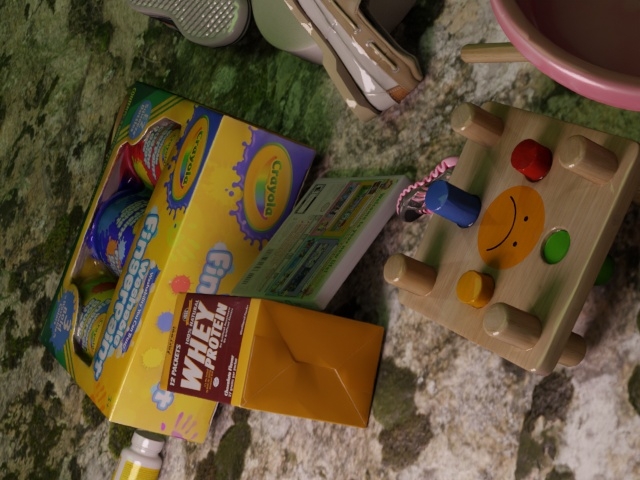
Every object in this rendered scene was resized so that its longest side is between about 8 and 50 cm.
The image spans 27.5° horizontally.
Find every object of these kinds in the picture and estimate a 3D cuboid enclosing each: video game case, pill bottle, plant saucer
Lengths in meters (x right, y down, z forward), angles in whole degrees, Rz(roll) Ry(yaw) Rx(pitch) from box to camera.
[{"bbox_3d":[0.000,0.000,1.684,0.193,0.023,0.212,1,49,54],"label":"video game case"},{"bbox_3d":[-0.272,0.343,1.936,0.065,0.065,0.116,24,95,55],"label":"pill bottle"},{"bbox_3d":[0.324,-0.242,1.246,0.084,0.332,0.332,81,180,-56],"label":"plant saucer"}]

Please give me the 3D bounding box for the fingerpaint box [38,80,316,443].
[{"bbox_3d":[-0.227,0.016,1.919,0.371,0.163,0.445,29,98,59],"label":"fingerpaint box"}]

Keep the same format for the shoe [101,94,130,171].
[{"bbox_3d":[-0.345,-0.149,2.282,0.076,0.058,0.219,143,140,-67],"label":"shoe"}]

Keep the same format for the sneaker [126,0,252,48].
[{"bbox_3d":[-0.181,-0.378,2.101,0.321,0.127,0.126,32,103,47],"label":"sneaker"}]

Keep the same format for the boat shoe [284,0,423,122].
[{"bbox_3d":[0.023,-0.307,1.695,0.103,0.302,0.113,-30,10,17],"label":"boat shoe"}]

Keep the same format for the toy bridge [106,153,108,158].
[{"bbox_3d":[-0.302,-0.072,2.176,0.188,0.026,0.063,49,155,36],"label":"toy bridge"}]

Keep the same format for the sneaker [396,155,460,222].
[{"bbox_3d":[0.139,-0.050,1.582,0.119,0.047,0.057,-42,56,37],"label":"sneaker"}]

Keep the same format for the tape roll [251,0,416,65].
[{"bbox_3d":[0.038,-0.443,1.875,0.392,0.072,0.392,-26,55,45],"label":"tape roll"}]

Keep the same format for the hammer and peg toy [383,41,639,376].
[{"bbox_3d":[0.227,-0.061,1.391,0.266,0.127,0.361,25,92,55],"label":"hammer and peg toy"}]

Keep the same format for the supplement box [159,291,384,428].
[{"bbox_3d":[-0.063,0.147,1.627,0.194,0.191,0.129,1,78,55],"label":"supplement box"}]
